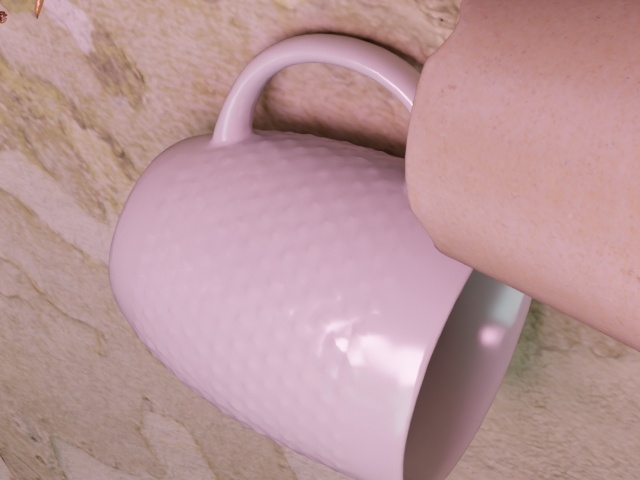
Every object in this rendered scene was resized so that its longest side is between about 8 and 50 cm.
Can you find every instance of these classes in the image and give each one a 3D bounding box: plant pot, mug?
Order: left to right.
[{"bbox_3d":[0.000,0.000,1.432,0.328,0.276,0.374,22,119,20],"label":"mug"},{"bbox_3d":[0.240,-0.055,1.125,0.305,0.334,0.334,19,150,33],"label":"plant pot"}]

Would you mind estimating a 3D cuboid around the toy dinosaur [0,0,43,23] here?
[{"bbox_3d":[-0.290,-0.244,1.425,0.112,0.064,0.211,21,140,-12],"label":"toy dinosaur"}]
